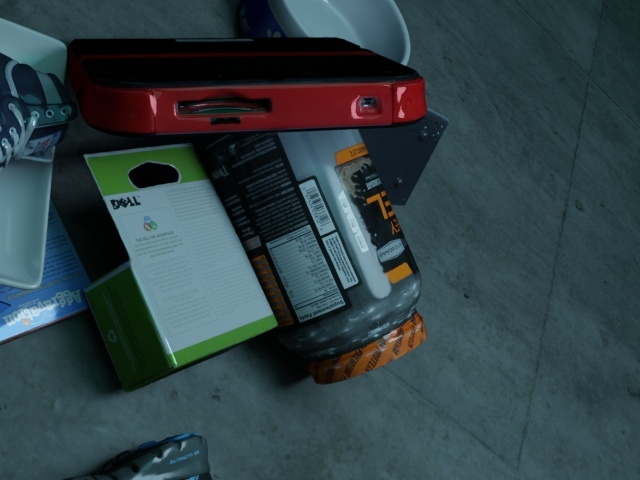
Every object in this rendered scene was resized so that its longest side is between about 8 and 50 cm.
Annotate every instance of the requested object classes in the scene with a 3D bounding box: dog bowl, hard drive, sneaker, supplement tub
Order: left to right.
[{"bbox_3d":[-0.337,-0.085,0.907,0.153,0.099,0.282,19,50,-28],"label":"sneaker"},{"bbox_3d":[-0.236,0.299,0.888,0.341,0.125,0.140,-12,82,-41],"label":"sneaker"},{"bbox_3d":[0.000,0.000,1.169,0.207,0.207,0.338,-26,93,-45],"label":"supplement tub"},{"bbox_3d":[0.008,-0.335,1.406,0.265,0.104,0.265,23,49,-29],"label":"dog bowl"},{"bbox_3d":[0.052,-0.154,1.341,0.254,0.172,0.054,13,24,-32],"label":"hard drive"}]

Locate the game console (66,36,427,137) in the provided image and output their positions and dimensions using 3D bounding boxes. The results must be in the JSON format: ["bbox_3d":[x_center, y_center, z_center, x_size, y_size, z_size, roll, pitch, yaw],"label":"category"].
[{"bbox_3d":[-0.097,-0.194,1.079,0.386,0.342,0.060,-4,111,-18],"label":"game console"}]

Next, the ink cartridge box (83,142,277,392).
[{"bbox_3d":[-0.186,0.023,1.068,0.189,0.097,0.255,-16,80,-54],"label":"ink cartridge box"}]

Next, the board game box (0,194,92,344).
[{"bbox_3d":[-0.382,0.051,0.953,0.281,0.027,0.145,-22,82,-45],"label":"board game box"}]

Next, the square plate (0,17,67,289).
[{"bbox_3d":[-0.452,-0.129,0.946,0.347,0.049,0.344,17,54,-31],"label":"square plate"}]
